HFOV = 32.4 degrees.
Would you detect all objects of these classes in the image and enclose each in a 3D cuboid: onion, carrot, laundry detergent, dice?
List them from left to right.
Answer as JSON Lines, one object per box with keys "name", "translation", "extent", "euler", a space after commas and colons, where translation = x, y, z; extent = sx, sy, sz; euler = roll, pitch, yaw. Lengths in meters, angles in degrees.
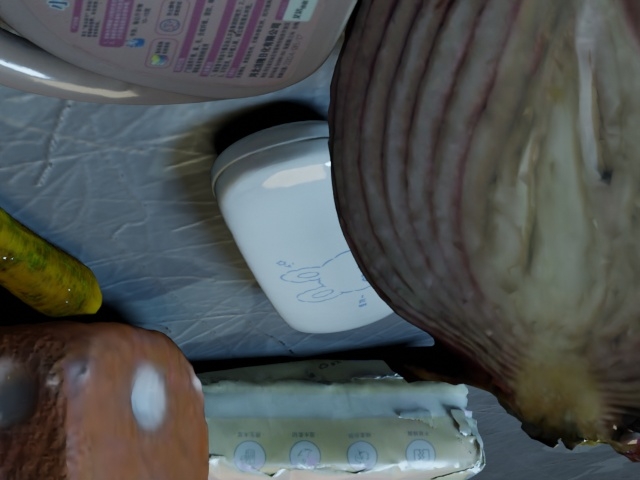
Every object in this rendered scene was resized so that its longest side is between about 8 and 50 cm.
{"name": "carrot", "translation": [-0.179, 0.005, 0.638], "extent": [0.042, 0.042, 0.170], "euler": [-18, 150, 10]}
{"name": "laundry detergent", "translation": [-0.104, -0.109, 0.414], "extent": [0.237, 0.076, 0.171], "euler": [-3, 151, -18]}
{"name": "dice", "translation": [-0.183, 0.154, 0.731], "extent": [0.174, 0.179, 0.175], "euler": [-11, 162, 20]}
{"name": "onion", "translation": [0.147, -0.095, 0.411], "extent": [0.159, 0.267, 0.348], "euler": [-22, 126, -47]}

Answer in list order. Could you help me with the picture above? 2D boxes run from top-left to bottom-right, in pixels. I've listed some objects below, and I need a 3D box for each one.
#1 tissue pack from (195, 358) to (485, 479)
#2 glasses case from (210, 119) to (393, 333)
{"name": "tissue pack", "translation": [-0.018, 0.178, 0.945], "extent": [0.257, 0.122, 0.215], "euler": [3, 152, -13]}
{"name": "glasses case", "translation": [0.000, 0.000, 0.682], "extent": [0.092, 0.059, 0.233], "euler": [-14, 152, 5]}
